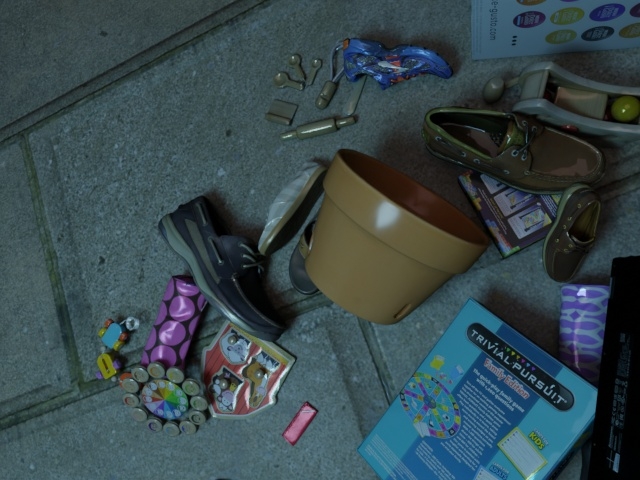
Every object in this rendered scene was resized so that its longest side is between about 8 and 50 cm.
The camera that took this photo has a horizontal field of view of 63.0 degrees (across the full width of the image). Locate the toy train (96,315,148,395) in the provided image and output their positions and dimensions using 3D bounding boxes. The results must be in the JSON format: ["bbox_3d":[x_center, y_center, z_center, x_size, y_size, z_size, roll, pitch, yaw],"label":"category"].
[{"bbox_3d":[-0.418,0.247,1.124,0.125,0.046,0.166,-5,84,15],"label":"toy train"}]

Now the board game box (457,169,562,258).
[{"bbox_3d":[0.349,-0.074,0.933,0.141,0.048,0.170,-28,75,9],"label":"board game box"}]

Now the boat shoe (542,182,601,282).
[{"bbox_3d":[0.414,-0.003,0.858,0.064,0.060,0.178,0,118,-5],"label":"boat shoe"}]

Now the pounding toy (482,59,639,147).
[{"bbox_3d":[0.415,-0.262,0.884,0.270,0.154,0.154,13,86,18],"label":"pounding toy"}]

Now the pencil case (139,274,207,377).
[{"bbox_3d":[-0.293,0.177,1.073,0.098,0.095,0.209,19,90,1],"label":"pencil case"}]

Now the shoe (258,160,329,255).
[{"bbox_3d":[-0.060,-0.066,1.045,0.058,0.076,0.219,34,85,22],"label":"shoe"}]

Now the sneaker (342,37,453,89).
[{"bbox_3d":[0.147,-0.336,1.021,0.221,0.083,0.087,13,104,15],"label":"sneaker"}]

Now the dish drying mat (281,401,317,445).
[{"bbox_3d":[-0.041,0.354,1.011,0.032,0.008,0.083,36,93,17],"label":"dish drying mat"}]

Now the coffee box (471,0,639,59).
[{"bbox_3d":[0.415,-0.532,0.826,0.334,0.337,0.338,2,82,16],"label":"coffee box"}]

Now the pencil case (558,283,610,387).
[{"bbox_3d":[0.435,0.170,0.849,0.088,0.086,0.206,-3,81,43],"label":"pencil case"}]

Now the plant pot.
[{"bbox_3d":[0.107,0.005,0.892,0.291,0.291,0.203,37,111,18],"label":"plant pot"}]

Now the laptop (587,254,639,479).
[{"bbox_3d":[0.479,0.221,0.636,0.236,0.408,0.381,9,85,2],"label":"laptop"}]

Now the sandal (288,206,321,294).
[{"bbox_3d":[0.000,0.000,1.021,0.090,0.060,0.219,30,91,19],"label":"sandal"}]

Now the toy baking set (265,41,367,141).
[{"bbox_3d":[0.001,-0.310,1.081,0.256,0.030,0.196,-6,80,16],"label":"toy baking set"}]

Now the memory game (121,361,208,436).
[{"bbox_3d":[-0.314,0.322,1.048,0.186,0.012,0.186,4,114,9],"label":"memory game"}]

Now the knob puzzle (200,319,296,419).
[{"bbox_3d":[-0.169,0.273,1.050,0.213,0.030,0.213,-2,82,16],"label":"knob puzzle"}]

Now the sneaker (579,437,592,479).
[{"bbox_3d":[0.397,0.460,0.814,0.163,0.106,0.281,-11,80,18],"label":"sneaker"}]

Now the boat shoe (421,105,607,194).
[{"bbox_3d":[0.318,-0.153,0.873,0.307,0.104,0.110,14,84,17],"label":"boat shoe"}]

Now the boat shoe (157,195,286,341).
[{"bbox_3d":[-0.181,0.043,1.034,0.130,0.132,0.355,-45,73,5],"label":"boat shoe"}]

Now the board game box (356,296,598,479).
[{"bbox_3d":[0.251,0.303,0.841,0.254,0.079,0.336,40,97,40],"label":"board game box"}]
